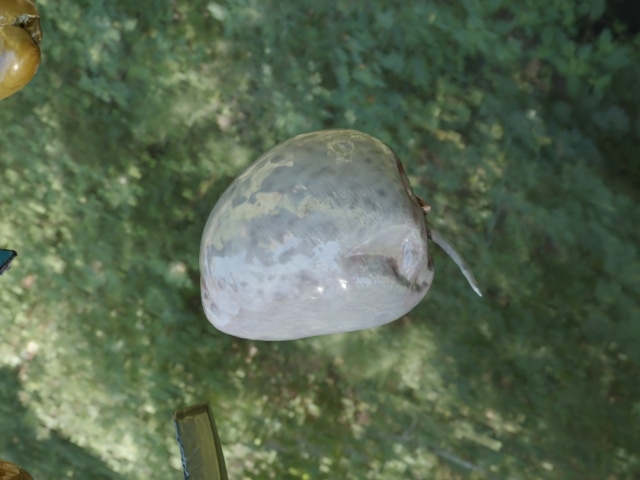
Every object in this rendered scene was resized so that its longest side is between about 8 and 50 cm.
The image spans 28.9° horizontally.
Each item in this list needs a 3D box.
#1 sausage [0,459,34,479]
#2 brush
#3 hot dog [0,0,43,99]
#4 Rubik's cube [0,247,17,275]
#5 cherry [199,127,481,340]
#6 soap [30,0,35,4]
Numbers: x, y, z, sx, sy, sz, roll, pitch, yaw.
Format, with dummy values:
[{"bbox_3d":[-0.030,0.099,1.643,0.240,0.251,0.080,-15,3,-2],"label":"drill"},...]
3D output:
[{"bbox_3d":[-0.517,0.360,1.498,0.353,0.134,0.116,-13,180,1],"label":"sausage"},{"bbox_3d":[-0.162,0.326,1.735,0.059,0.197,0.123,-11,173,-1],"label":"brush"},{"bbox_3d":[-0.282,-0.165,1.072,0.140,0.090,0.060,-20,175,44],"label":"hot dog"},{"bbox_3d":[-0.609,0.064,1.894,0.178,0.211,0.190,42,151,-3],"label":"Rubik's cube"},{"bbox_3d":[0.001,-0.002,1.701,0.335,0.291,0.326,-16,172,-23],"label":"cherry"},{"bbox_3d":[-0.429,-0.439,1.596,0.143,0.259,0.281,2,157,-2],"label":"soap"}]
